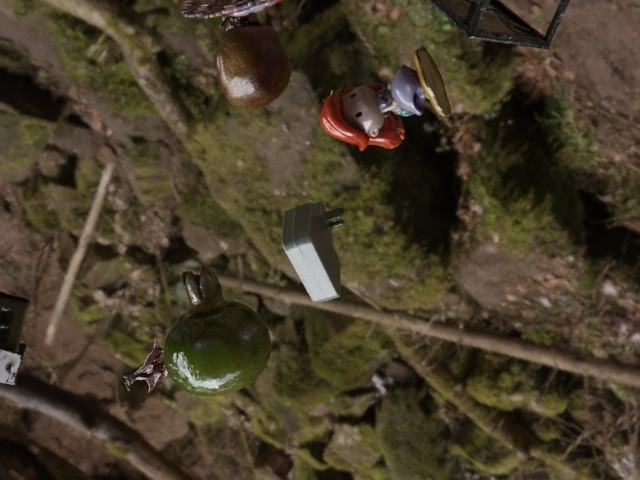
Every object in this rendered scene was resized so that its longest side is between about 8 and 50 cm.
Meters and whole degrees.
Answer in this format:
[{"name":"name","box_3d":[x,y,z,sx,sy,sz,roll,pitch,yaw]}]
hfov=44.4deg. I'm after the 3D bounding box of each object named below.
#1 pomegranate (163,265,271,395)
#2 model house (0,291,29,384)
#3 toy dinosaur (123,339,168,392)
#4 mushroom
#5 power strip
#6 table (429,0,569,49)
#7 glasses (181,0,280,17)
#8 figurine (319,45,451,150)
[{"name":"pomegranate","box_3d":[-0.178,0.161,1.297,0.179,0.179,0.211,33,154,51]},{"name":"model house","box_3d":[-0.609,0.199,1.315,0.204,0.244,0.211,15,177,-18]},{"name":"toy dinosaur","box_3d":[-0.340,0.258,1.569,0.032,0.108,0.220,56,150,22]},{"name":"mushroom","box_3d":[-0.196,-0.521,2.258,0.195,0.263,0.283,-6,110,44]},{"name":"power strip","box_3d":[0.000,0.000,2.082,0.261,0.141,0.230,-89,-23,-54]},{"name":"table","box_3d":[0.391,-0.628,1.734,0.222,0.272,0.335,0,-143,-24]},{"name":"glasses","box_3d":[-0.158,-0.435,1.358,0.255,0.162,0.095,29,147,59]},{"name":"figurine","box_3d":[0.145,-0.290,1.729,0.181,0.257,0.208,63,-155,-12]}]
